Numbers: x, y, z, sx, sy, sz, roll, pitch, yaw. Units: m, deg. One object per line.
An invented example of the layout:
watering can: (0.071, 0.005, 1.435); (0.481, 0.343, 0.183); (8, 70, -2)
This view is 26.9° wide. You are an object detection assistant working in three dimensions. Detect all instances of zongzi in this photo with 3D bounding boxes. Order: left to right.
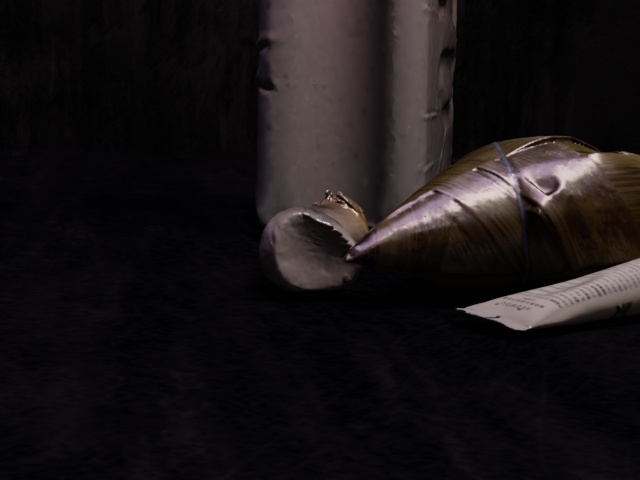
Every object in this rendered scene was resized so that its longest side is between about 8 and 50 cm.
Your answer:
zongzi: (0.122, -0.017, 1.245); (0.300, 0.138, 0.286); (-11, 7, -18)

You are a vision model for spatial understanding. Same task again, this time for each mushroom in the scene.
mushroom: (-0.004, 0.001, 1.231); (0.092, 0.081, 0.223); (-16, 4, 7)

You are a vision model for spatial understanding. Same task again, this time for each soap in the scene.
soap: (0.054, -0.227, 1.646); (0.213, 0.435, 0.350); (3, 5, 11)

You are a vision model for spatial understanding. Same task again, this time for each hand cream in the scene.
hand cream: (0.222, 0.046, 1.083); (0.234, 0.050, 0.080); (-9, 12, -32)
